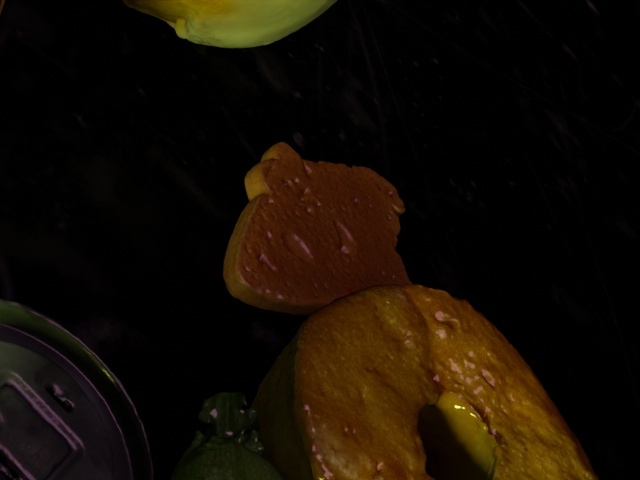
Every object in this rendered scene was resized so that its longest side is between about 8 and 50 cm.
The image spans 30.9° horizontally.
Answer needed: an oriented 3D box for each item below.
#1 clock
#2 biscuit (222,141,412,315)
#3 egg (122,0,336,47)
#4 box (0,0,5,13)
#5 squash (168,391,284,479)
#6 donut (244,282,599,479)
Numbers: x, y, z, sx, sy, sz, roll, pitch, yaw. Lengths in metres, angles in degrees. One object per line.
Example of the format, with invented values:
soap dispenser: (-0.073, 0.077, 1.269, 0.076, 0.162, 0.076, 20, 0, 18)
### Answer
clock: (-0.176, 0.117, 0.631, 0.184, 0.040, 0.184, 32, 37, -28)
biscuit: (0.000, 0.000, 0.981, 0.183, 0.043, 0.280, 49, 35, 4)
egg: (-0.088, -0.331, 0.983, 0.283, 0.283, 0.345, 19, 31, -42)
box: (-0.247, -0.131, 0.693, 0.074, 0.153, 0.240, 28, 38, -26)
squash: (-0.054, 0.235, 0.611, 0.101, 0.101, 0.379, 34, 33, -26)
donut: (0.071, 0.169, 0.832, 0.303, 0.110, 0.303, 30, 37, -26)
